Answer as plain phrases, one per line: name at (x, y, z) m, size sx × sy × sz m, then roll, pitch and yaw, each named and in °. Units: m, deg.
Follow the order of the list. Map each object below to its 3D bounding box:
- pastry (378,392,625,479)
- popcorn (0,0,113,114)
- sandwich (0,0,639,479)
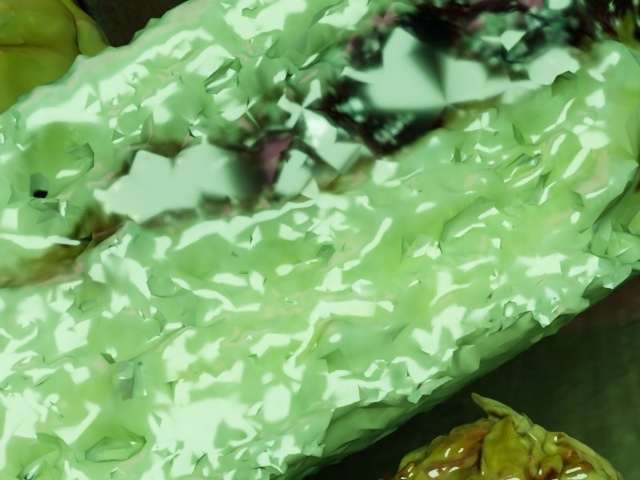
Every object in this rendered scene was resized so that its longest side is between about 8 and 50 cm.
pastry at (0.003, 0.096, 0.334) m, size 0.169 × 0.063 × 0.087 m, roll -30°, pitch -7°, yaw -31°
popcorn at (-0.300, -0.069, 1.040) m, size 0.390 × 0.344 × 0.354 m, roll -25°, pitch 15°, yaw 29°
sandwich at (0.000, 0.001, 0.458) m, size 0.325 × 0.131 × 0.262 m, roll -29°, pitch -9°, yaw -13°
